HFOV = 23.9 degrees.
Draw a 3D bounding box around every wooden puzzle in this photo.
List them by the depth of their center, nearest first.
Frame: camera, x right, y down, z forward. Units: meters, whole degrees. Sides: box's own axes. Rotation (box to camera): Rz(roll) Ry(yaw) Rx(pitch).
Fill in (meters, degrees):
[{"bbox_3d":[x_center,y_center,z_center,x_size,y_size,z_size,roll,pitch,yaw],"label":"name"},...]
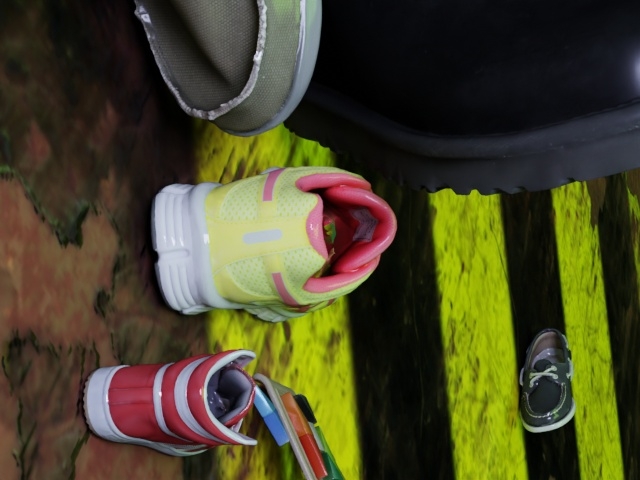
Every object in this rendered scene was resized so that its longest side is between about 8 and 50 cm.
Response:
[{"bbox_3d":[-0.007,0.099,0.760,0.079,0.014,0.116,60,4,8],"label":"wooden puzzle"}]

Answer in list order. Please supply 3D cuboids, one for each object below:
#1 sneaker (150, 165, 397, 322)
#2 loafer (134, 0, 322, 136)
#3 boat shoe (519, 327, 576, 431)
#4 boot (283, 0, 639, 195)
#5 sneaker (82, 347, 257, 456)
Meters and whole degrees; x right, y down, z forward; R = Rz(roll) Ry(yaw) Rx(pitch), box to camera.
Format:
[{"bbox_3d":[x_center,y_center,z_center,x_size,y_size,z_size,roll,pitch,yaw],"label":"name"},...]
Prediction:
[{"bbox_3d":[0.000,0.000,0.755,0.208,0.094,0.082,-16,97,-68],"label":"sneaker"},{"bbox_3d":[-0.075,-0.163,0.657,0.087,0.094,0.251,-22,97,-47],"label":"loafer"},{"bbox_3d":[0.182,0.111,1.216,0.125,0.046,0.038,-56,134,-62],"label":"boat shoe"},{"bbox_3d":[0.046,-0.167,0.696,0.131,0.348,0.260,-21,111,-27],"label":"boot"},{"bbox_3d":[-0.045,0.072,0.660,0.118,0.067,0.042,15,70,-66],"label":"sneaker"}]
